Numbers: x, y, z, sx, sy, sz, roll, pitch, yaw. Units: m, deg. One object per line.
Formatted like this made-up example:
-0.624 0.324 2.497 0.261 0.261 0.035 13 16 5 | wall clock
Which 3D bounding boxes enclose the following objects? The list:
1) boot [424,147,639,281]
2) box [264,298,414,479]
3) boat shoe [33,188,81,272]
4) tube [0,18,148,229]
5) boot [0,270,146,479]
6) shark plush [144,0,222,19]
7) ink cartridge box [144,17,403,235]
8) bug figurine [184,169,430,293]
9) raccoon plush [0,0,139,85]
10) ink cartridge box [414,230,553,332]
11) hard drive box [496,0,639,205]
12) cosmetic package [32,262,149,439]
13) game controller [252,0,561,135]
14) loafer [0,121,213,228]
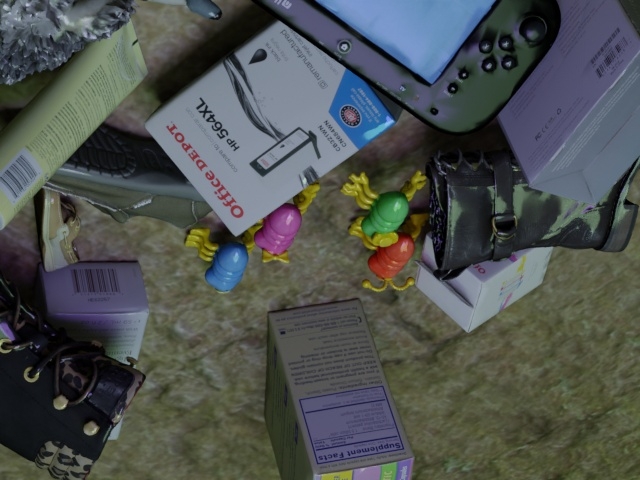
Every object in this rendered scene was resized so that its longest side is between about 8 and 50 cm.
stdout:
0.223 -0.084 1.592 0.229 0.091 0.263 -2 109 -14 | boot
0.016 0.233 1.804 0.117 0.243 0.213 -8 137 -11 | box
-0.272 -0.018 1.578 0.045 0.050 0.135 -10 149 -14 | boat shoe
-0.241 -0.111 1.396 0.062 0.240 0.070 43 152 -9 | tube
-0.308 0.085 1.514 0.284 0.138 0.377 30 131 -2 | boot
-0.147 -0.255 1.380 0.161 0.073 0.067 13 113 -3 | shark plush
-0.044 -0.122 1.466 0.203 0.086 0.148 -36 101 18 | ink cartridge box
0.000 0.000 1.646 0.279 0.072 0.216 -4 157 -14 | bug figurine
-0.343 -0.101 1.312 0.299 0.216 0.446 4 122 -26 | raccoon plush
0.179 0.026 1.706 0.143 0.092 0.090 -30 148 -30 | ink cartridge box
0.242 -0.182 1.437 0.089 0.232 0.181 13 131 -31 | hard drive box
-0.271 0.129 1.709 0.117 0.085 0.231 0 135 -18 | cosmetic package
0.060 -0.231 1.358 0.319 0.067 0.166 33 95 -18 | game controller
-0.210 -0.056 1.519 0.251 0.094 0.087 13 126 -31 | loafer
